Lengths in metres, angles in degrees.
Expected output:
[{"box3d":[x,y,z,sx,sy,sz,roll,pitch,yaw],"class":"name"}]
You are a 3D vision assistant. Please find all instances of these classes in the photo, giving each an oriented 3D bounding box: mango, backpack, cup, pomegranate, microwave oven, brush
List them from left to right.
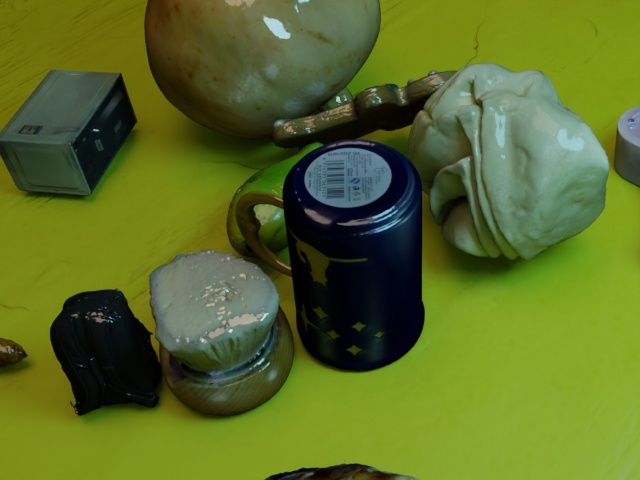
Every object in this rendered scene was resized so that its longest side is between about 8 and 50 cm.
[{"box3d":[-0.426,-0.182,1.438,0.162,0.129,0.205,7,47,15],"class":"microwave oven"},{"box3d":[-0.270,0.135,1.063,0.119,0.165,0.106,-4,34,2],"class":"backpack"},{"box3d":[-0.140,0.083,1.089,0.174,0.166,0.267,-18,42,-7],"class":"brush"},{"box3d":[-0.084,-0.347,1.385,0.411,0.412,0.412,-6,44,5],"class":"pomegranate"},{"box3d":[-0.058,-0.063,1.258,0.125,0.111,0.233,20,54,20],"class":"mango"},{"box3d":[0.003,0.016,1.050,0.254,0.256,0.179,0,46,7],"class":"cup"}]

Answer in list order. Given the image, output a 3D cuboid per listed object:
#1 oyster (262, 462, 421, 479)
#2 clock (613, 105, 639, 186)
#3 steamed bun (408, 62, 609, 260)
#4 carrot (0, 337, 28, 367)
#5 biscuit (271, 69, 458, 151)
[{"box3d":[-0.020,0.318,0.876,0.275,0.100,0.271,30,72,29],"class":"oyster"},{"box3d":[0.523,-0.071,1.175,0.275,0.080,0.290,23,52,30],"class":"clock"},{"box3d":[0.224,-0.102,1.142,0.203,0.276,0.289,-32,58,-6],"class":"steamed bun"},{"box3d":[-0.556,0.157,1.167,0.314,0.066,0.066,-3,45,5],"class":"carrot"},{"box3d":[0.083,-0.201,1.299,0.301,0.197,0.049,-17,85,18],"class":"biscuit"}]
